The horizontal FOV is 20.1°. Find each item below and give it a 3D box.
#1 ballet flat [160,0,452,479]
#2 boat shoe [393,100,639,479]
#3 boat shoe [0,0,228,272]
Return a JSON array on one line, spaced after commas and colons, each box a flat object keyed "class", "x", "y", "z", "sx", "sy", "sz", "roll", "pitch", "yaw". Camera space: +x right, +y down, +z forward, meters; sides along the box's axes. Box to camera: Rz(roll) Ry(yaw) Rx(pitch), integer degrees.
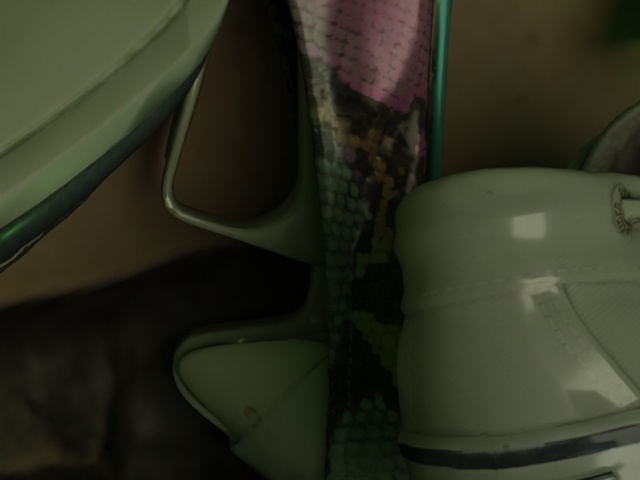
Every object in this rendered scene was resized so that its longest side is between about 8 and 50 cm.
[{"class": "ballet flat", "x": 0.000, "y": 0.000, "z": 0.452, "sx": 0.079, "sy": 0.077, "sz": 0.221, "roll": -5, "pitch": 95, "yaw": -8}, {"class": "boat shoe", "x": 0.094, "y": 0.006, "z": 0.440, "sx": 0.267, "sy": 0.096, "sz": 0.088, "roll": -13, "pitch": 92, "yaw": -53}, {"class": "boat shoe", "x": -0.154, "y": 0.016, "z": 0.373, "sx": 0.319, "sy": 0.116, "sz": 0.099, "roll": -35, "pitch": 155, "yaw": -26}]
